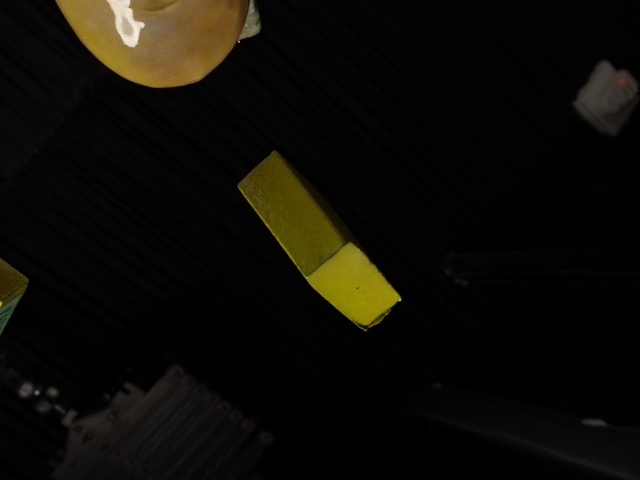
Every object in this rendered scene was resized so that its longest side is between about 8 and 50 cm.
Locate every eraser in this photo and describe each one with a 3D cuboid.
[{"bbox_3d":[0.000,0.000,0.628,0.045,0.097,0.122,-41,-134,3],"label":"eraser"}]

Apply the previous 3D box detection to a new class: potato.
[{"bbox_3d":[-0.119,-0.209,0.561,0.150,0.233,0.146,-30,-138,-12],"label":"potato"}]

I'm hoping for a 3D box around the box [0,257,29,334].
[{"bbox_3d":[-0.333,0.084,0.607,0.279,0.153,0.041,-53,-179,28],"label":"box"}]

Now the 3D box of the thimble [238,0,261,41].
[{"bbox_3d":[-0.098,-0.252,0.864,0.062,0.084,0.110,-13,158,-1],"label":"thimble"}]
